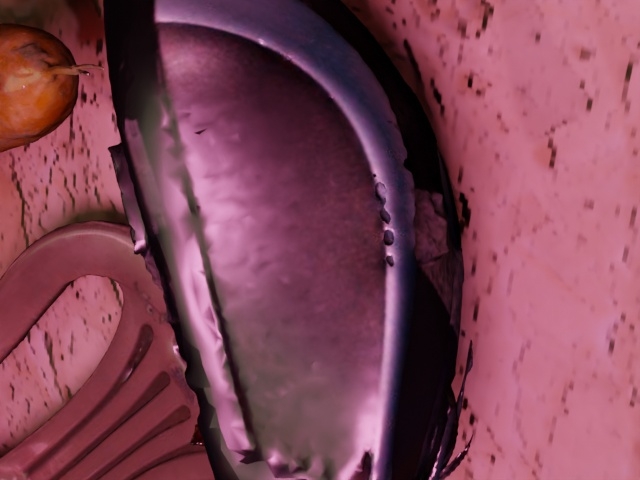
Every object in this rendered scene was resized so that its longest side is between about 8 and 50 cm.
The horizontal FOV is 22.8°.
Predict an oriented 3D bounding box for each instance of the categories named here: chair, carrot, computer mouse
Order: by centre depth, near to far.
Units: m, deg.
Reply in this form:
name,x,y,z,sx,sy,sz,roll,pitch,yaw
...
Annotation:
name,x,y,z,sx,sy,sz,roll,pitch,yaw
computer mouse,0.000,0.000,0.527,0.096,0.137,0.233,-17,88,14
carrot,-0.139,-0.052,0.604,0.298,0.078,0.078,-4,102,64
chair,-0.176,0.145,0.693,0.175,0.183,0.326,56,133,11

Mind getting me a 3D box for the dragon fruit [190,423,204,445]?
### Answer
name,x,y,z,sx,sy,sz,roll,pitch,yaw
dragon fruit,0.019,0.172,0.584,0.125,0.125,0.246,-42,67,52
